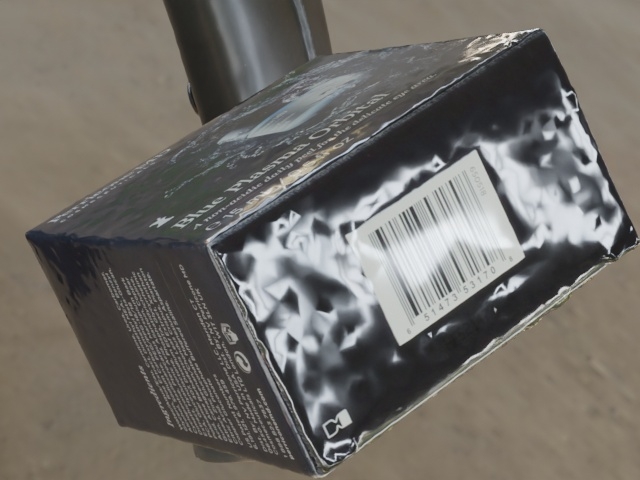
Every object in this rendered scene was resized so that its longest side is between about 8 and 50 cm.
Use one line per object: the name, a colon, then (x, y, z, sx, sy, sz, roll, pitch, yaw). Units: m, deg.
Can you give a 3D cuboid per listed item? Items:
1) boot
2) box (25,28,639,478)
boot: (-0.058, -0.071, 1.620, 0.367, 0.146, 0.445, -50, 132, -71)
box: (0.000, 0.000, 0.698, 0.158, 0.156, 0.093, 2, -59, 59)
